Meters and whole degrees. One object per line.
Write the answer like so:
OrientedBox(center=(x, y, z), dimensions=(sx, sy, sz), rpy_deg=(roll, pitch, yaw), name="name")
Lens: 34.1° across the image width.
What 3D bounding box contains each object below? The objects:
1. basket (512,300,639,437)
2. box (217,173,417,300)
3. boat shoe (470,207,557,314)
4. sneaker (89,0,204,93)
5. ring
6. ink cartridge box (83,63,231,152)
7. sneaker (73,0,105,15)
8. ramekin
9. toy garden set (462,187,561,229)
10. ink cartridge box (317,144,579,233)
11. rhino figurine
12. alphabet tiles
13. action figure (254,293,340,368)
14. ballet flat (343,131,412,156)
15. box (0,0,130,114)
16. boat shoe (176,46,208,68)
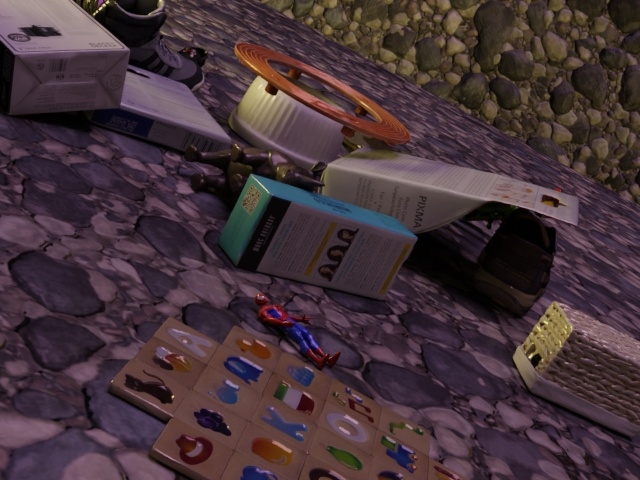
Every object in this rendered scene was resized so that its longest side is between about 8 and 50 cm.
OrientedBox(center=(0.359, 0.167, 1.383), dimensions=(0.167, 0.103, 0.113), rpy_deg=(25, 16, -10), name="basket")
OrientedBox(center=(0.000, 0.000, 1.306), dimensions=(0.244, 0.101, 0.060), rpy_deg=(16, 20, -38), name="box")
OrientedBox(center=(0.346, 0.021, 1.748), dimensions=(0.132, 0.130, 0.355), rpy_deg=(30, 17, 5), name="boat shoe")
OrientedBox(center=(-0.273, -0.325, 1.707), dimensions=(0.268, 0.153, 0.101), rpy_deg=(8, 42, -46), name="sneaker")
OrientedBox(center=(0.001, -0.243, 1.769), dimensions=(0.336, 0.032, 0.336), rpy_deg=(26, 17, -9), name="ring")
OrientedBox(center=(-0.270, -0.208, 1.576), dimensions=(0.223, 0.045, 0.224), rpy_deg=(16, 22, -33), name="ink cartridge box")
OrientedBox(center=(-0.414, -0.422, 1.891), dimensions=(0.146, 0.102, 0.293), rpy_deg=(16, 9, -21), name="sneaker")
OrientedBox(center=(-0.048, -0.213, 1.843), dimensions=(0.207, 0.109, 0.207), rpy_deg=(26, 17, -9), name="ramekin")
OrientedBox(center=(0.347, -0.053, 1.918), dimensions=(0.203, 0.049, 0.244), rpy_deg=(-1, -9, 18), name="toy garden set")
OrientedBox(center=(0.213, -0.059, 1.673), dimensions=(0.384, 0.091, 0.308), rpy_deg=(15, 13, 11), name="ink cartridge box")
OrientedBox(center=(-0.074, -0.086, 1.377), dimensions=(0.106, 0.073, 0.243), rpy_deg=(11, -1, -41), name="rhino figurine")
OrientedBox(center=(-0.010, 0.178, 0.920), dimensions=(0.342, 0.011, 0.285), rpy_deg=(29, 17, 0), name="alphabet tiles")
OrientedBox(center=(-0.029, 0.093, 1.113), dimensions=(0.115, 0.030, 0.038), rpy_deg=(35, 22, 26), name="action figure")
OrientedBox(center=(0.115, -0.174, 2.102), dimensions=(0.084, 0.058, 0.250), rpy_deg=(-20, 33, -20), name="ballet flat")
OrientedBox(center=(-0.405, -0.279, 1.425), dimensions=(0.169, 0.087, 0.290), rpy_deg=(-11, 40, -39), name="box")
OrientedBox(center=(-0.263, -0.362, 2.059), dimensions=(0.049, 0.042, 0.133), rpy_deg=(34, 19, 10), name="boat shoe")
